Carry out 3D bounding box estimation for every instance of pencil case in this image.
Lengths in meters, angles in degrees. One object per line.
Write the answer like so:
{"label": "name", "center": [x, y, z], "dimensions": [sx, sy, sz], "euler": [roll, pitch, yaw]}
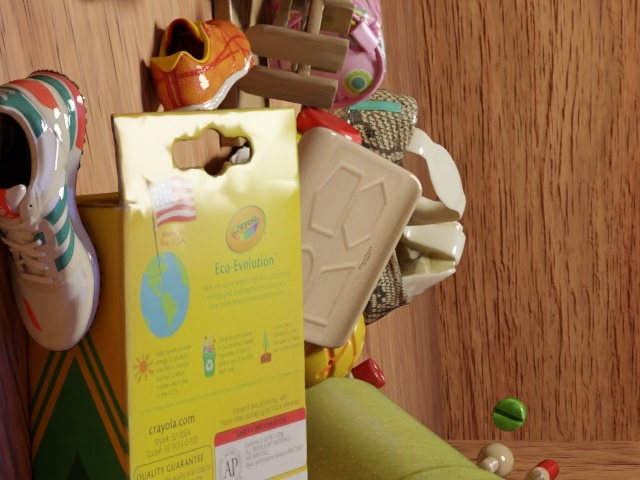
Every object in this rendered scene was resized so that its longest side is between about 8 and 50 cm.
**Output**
{"label": "pencil case", "center": [0.009, -0.244, 1.830], "dimensions": [0.284, 0.124, 0.124], "euler": [-87, 173, -60]}

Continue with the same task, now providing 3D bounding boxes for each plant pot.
{"label": "plant pot", "center": [0.047, 0.262, 1.606], "dimensions": [0.254, 0.276, 0.276], "euler": [46, -30, 49]}

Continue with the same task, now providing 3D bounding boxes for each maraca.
{"label": "maraca", "center": [-0.021, 0.093, 1.792], "dimensions": [0.185, 0.099, 0.127], "euler": [0, 87, -56]}

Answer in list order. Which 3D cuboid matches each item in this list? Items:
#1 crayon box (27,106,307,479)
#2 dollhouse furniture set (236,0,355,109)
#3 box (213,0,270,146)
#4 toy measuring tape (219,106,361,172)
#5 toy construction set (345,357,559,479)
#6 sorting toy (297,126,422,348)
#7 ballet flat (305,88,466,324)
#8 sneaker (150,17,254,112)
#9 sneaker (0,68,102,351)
{"label": "crayon box", "center": [-0.092, 0.076, 1.127], "dimensions": [0.202, 0.081, 0.319], "euler": [-8, 98, -58]}
{"label": "dollhouse furniture set", "center": [-0.041, -0.270, 1.566], "dimensions": [0.242, 0.161, 0.212], "euler": [107, -7, -65]}
{"label": "box", "center": [-0.075, -0.200, 1.682], "dimensions": [0.164, 0.021, 0.201], "euler": [-59, 148, -74]}
{"label": "toy measuring tape", "center": [-0.018, -0.059, 1.695], "dimensions": [0.330, 0.121, 0.121], "euler": [-51, 140, -76]}
{"label": "toy construction set", "center": [0.082, 0.250, 1.855], "dimensions": [0.237, 0.308, 0.257], "euler": [5, 77, -77]}
{"label": "sorting toy", "center": [0.000, 0.000, 1.670], "dimensions": [0.208, 0.038, 0.193], "euler": [23, 95, -58]}
{"label": "ballet flat", "center": [0.096, -0.029, 2.268], "dimensions": [0.483, 0.182, 0.164], "euler": [76, 15, -58]}
{"label": "sneaker", "center": [-0.093, -0.153, 1.422], "dimensions": [0.175, 0.064, 0.067], "euler": [-77, 154, -67]}
{"label": "sneaker", "center": [-0.166, -0.012, 0.992], "dimensions": [0.075, 0.057, 0.161], "euler": [-25, 116, -62]}
